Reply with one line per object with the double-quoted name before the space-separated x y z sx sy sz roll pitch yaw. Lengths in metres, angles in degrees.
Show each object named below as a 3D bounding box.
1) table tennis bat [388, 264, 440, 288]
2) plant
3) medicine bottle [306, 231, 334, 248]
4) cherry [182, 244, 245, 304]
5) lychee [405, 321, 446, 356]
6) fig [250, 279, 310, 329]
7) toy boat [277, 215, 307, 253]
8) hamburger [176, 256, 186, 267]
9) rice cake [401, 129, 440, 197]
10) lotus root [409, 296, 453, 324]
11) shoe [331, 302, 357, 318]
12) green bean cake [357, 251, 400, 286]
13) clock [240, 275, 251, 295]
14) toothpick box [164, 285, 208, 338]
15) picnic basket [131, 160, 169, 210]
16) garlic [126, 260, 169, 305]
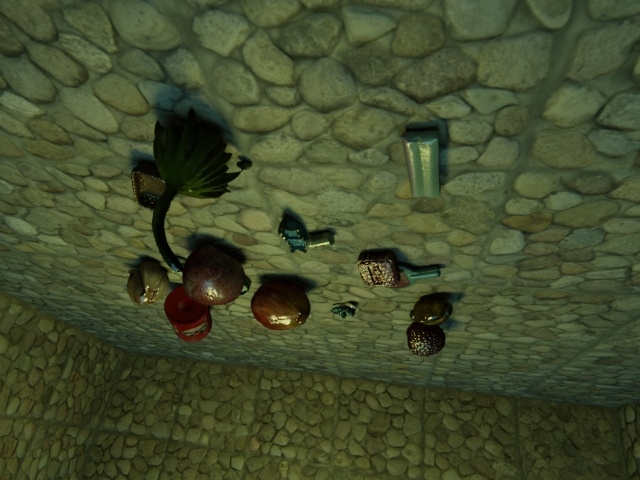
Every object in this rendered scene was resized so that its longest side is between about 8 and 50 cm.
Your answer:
"table tennis bat" 0.313 0.127 1.483 0.245 0.040 0.153 -10 139 25
"plant" -0.307 -0.135 0.931 0.180 0.333 0.251 -27 124 26
"medicine bottle" 0.000 0.000 1.349 0.084 0.047 0.047 -11 145 30
"cherry" -0.413 0.135 1.559 0.231 0.202 0.300 4 137 12
"lychee" 0.493 0.456 1.899 0.188 0.187 0.188 7 151 4
"fig" -0.163 0.279 1.739 0.264 0.223 0.224 -5 148 17
"toy boat" -0.094 -0.011 1.325 0.075 0.077 0.185 1 150 15
"hamburger" -0.582 0.115 1.722 0.084 0.054 0.121 13 154 -16
"rice cake" 0.245 -0.175 0.971 0.080 0.042 0.221 -2 150 17
"lotus root" 0.452 0.289 1.675 0.120 0.120 0.210 28 147 -30
"shoe" 0.108 0.328 1.884 0.143 0.071 0.064 -14 143 44
"green bean cake" 0.204 0.105 1.430 0.136 0.056 0.135 -5 129 26
"clock" -0.422 0.186 1.803 0.226 0.048 0.226 6 150 4
"toothpick box" -0.659 0.377 2.057 0.205 0.204 0.333 12 151 -6
"picnic basket" -0.493 -0.156 1.202 0.110 0.054 0.193 17 151 -12
"garlic" -0.746 0.187 1.797 0.214 0.191 0.160 -30 159 34
